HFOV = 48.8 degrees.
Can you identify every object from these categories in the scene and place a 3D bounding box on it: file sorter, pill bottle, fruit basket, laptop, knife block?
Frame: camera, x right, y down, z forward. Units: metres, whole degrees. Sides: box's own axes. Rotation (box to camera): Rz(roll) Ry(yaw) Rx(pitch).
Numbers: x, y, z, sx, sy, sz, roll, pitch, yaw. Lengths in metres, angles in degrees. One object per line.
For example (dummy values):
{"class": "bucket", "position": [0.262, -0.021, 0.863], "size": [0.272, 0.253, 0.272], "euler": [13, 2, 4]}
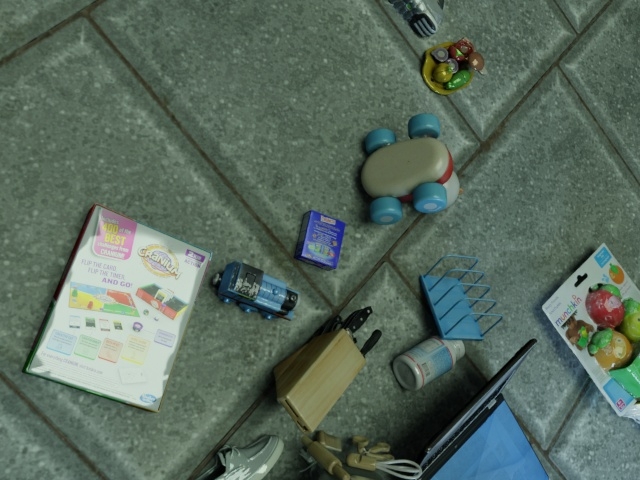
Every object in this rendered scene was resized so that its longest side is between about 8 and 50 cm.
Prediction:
{"class": "file sorter", "position": [0.324, 0.130, 1.615], "size": [0.118, 0.104, 0.170], "euler": [6, 50, -28]}
{"class": "pill bottle", "position": [0.247, 0.269, 1.591], "size": [0.160, 0.087, 0.087], "euler": [-23, 92, -31]}
{"class": "fruit basket", "position": [0.782, 0.225, 1.863], "size": [0.327, 0.165, 0.353], "euler": [-35, 95, -30]}
{"class": "laptop", "position": [0.381, 0.493, 1.546], "size": [0.382, 0.408, 0.236], "euler": [-35, 65, -30]}
{"class": "knife block", "position": [0.029, 0.236, 1.391], "size": [0.242, 0.276, 0.088], "euler": [-35, 99, 0]}

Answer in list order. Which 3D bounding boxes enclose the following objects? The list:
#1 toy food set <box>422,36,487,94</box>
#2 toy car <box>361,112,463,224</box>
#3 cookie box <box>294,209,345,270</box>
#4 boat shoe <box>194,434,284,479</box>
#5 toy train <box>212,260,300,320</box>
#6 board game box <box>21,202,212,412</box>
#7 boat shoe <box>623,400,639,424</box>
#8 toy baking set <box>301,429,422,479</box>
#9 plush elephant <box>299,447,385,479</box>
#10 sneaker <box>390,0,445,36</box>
{"class": "toy food set", "position": [0.357, -0.459, 1.805], "size": [0.218, 0.071, 0.128], "euler": [-30, 96, -31]}
{"class": "toy car", "position": [0.232, -0.129, 1.634], "size": [0.238, 0.210, 0.219], "euler": [34, 47, -50]}
{"class": "cookie box", "position": [0.000, 0.000, 1.529], "size": [0.092, 0.040, 0.107], "euler": [21, 71, -25]}
{"class": "boat shoe", "position": [-0.169, 0.432, 1.326], "size": [0.227, 0.079, 0.081], "euler": [-37, 104, -27]}
{"class": "toy train", "position": [-0.122, 0.104, 1.402], "size": [0.184, 0.105, 0.080], "euler": [25, 69, -23]}
{"class": "board game box", "position": [-0.360, 0.125, 1.286], "size": [0.242, 0.064, 0.317], "euler": [26, 69, -23]}
{"class": "boat shoe", "position": [0.920, 0.487, 1.925], "size": [0.277, 0.098, 0.096], "euler": [10, 75, -29]}
{"class": "toy baking set", "position": [0.085, 0.422, 1.368], "size": [0.196, 0.256, 0.030], "euler": [5, 99, -28]}
{"class": "plush elephant", "position": [0.036, 0.569, 1.327], "size": [0.272, 0.330, 0.255], "euler": [4, 101, -30]}
{"class": "sneaker", "position": [0.238, -0.636, 1.776], "size": [0.229, 0.086, 0.132], "euler": [53, 55, -22]}
